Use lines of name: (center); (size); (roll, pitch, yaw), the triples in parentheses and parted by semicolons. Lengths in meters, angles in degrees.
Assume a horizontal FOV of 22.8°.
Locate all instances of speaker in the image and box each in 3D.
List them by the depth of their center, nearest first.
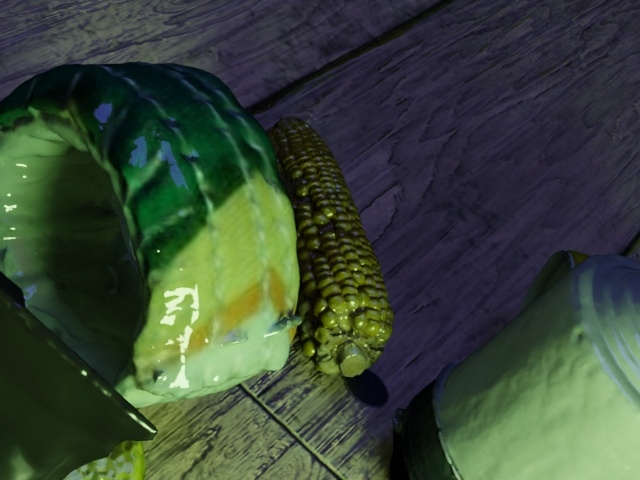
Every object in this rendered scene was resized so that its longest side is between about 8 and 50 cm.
speaker: (-0.241, 0.062, 1.004); (0.180, 0.184, 0.388); (47, 2, -24)

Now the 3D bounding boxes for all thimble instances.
thimble: (-0.144, 0.001, 1.251); (0.167, 0.254, 0.288); (-11, 59, -47)

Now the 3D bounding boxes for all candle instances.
candle: (0.229, 0.144, 1.354); (0.221, 0.342, 0.221); (28, 36, -23)

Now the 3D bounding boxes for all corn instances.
corn: (0.000, 0.000, 1.531); (0.097, 0.097, 0.319); (15, 38, -29)

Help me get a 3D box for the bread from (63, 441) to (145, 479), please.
bread: (-0.186, 0.185, 1.118); (0.114, 0.129, 0.111); (15, 58, -16)

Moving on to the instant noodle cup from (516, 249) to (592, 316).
instant noodle cup: (0.322, 0.120, 1.600); (0.236, 0.215, 0.215); (22, 36, -8)
